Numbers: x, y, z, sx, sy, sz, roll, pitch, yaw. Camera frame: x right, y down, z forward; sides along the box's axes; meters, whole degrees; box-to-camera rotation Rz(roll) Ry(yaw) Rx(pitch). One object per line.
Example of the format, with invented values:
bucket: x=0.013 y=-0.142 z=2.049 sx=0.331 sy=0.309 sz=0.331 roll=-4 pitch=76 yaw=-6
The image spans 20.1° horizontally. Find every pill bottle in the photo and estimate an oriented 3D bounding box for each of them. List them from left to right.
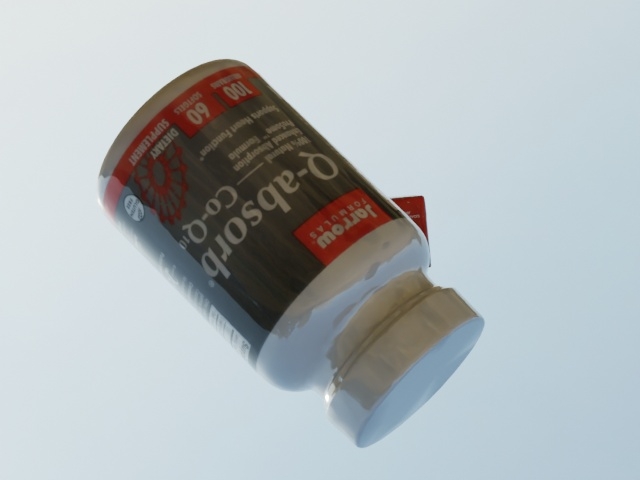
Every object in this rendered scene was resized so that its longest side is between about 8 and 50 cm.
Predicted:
pill bottle: x=-0.028 y=0.012 z=1.738 sx=0.363 sy=0.210 sz=0.210 roll=44 pitch=-135 yaw=17

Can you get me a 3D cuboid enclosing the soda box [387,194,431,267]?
soda box: x=0.000 y=0.000 z=2.222 sx=0.263 sy=0.092 sz=0.083 roll=-6 pitch=-178 yaw=-2
